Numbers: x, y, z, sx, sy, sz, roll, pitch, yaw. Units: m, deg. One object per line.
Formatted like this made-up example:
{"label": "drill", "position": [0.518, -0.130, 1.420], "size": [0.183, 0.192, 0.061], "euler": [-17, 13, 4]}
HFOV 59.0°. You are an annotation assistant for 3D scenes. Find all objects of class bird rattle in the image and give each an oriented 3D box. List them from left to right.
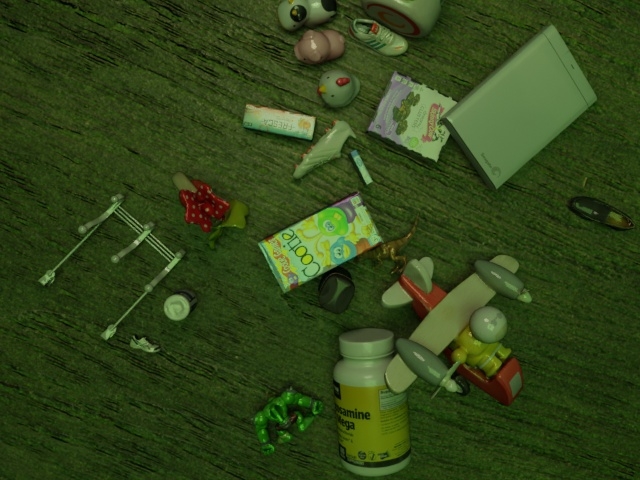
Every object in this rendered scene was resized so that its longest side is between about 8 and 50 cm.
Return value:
{"label": "bird rattle", "position": [-0.297, -0.085, 1.385], "size": [0.143, 0.253, 0.207], "euler": [-47, 70, 3]}

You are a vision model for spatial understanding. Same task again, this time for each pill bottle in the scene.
{"label": "pill bottle", "position": [-0.356, 0.162, 1.456], "size": [0.067, 0.120, 0.067], "euler": [0, 95, 0]}
{"label": "pill bottle", "position": [0.129, 0.405, 1.449], "size": [0.187, 0.188, 0.334], "euler": [-5, 95, 0]}

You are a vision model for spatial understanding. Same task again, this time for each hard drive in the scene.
{"label": "hard drive", "position": [0.502, -0.331, 1.419], "size": [0.353, 0.047, 0.233], "euler": [-41, 107, -2]}

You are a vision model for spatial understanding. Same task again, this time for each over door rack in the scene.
{"label": "over door rack", "position": [-0.540, 0.076, 1.455], "size": [0.239, 0.108, 0.324], "euler": [43, 94, -3]}

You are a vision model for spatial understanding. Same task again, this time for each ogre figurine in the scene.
{"label": "ogre figurine", "position": [-0.097, 0.467, 1.500], "size": [0.197, 0.097, 0.118], "euler": [-32, 106, 14]}

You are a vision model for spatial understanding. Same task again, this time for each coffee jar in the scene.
{"label": "coffee jar", "position": [0.038, 0.122, 1.424], "size": [0.079, 0.184, 0.096], "euler": [26, 94, -3]}

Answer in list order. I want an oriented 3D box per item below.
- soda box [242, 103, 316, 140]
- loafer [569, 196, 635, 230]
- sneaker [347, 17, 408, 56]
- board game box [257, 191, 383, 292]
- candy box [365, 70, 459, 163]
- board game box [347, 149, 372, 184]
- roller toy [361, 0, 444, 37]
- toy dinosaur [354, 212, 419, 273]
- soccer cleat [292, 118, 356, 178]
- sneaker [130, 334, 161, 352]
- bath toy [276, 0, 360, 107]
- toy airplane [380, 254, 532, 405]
{"label": "soda box", "position": [-0.104, -0.300, 1.448], "size": [0.183, 0.058, 0.063], "euler": [11, 95, -1]}
{"label": "loafer", "position": [0.737, -0.072, 1.473], "size": [0.169, 0.061, 0.062], "euler": [18, 96, -1]}
{"label": "sneaker", "position": [0.146, -0.513, 1.422], "size": [0.161, 0.075, 0.057], "euler": [23, 95, -2]}
{"label": "board game box", "position": [0.000, 0.000, 1.433], "size": [0.275, 0.144, 0.142], "euler": [-27, 94, 1]}
{"label": "candy box", "position": [0.238, -0.311, 1.443], "size": [0.196, 0.070, 0.165], "euler": [24, 94, -3]}
{"label": "board game box", "position": [0.101, -0.185, 1.444], "size": [0.020, 0.090, 0.090], "euler": [-27, 95, 1]}
{"label": "roller toy", "position": [0.206, -0.596, 1.360], "size": [0.191, 0.209, 0.146], "euler": [23, 96, -38]}
{"label": "toy dinosaur", "position": [0.192, 0.025, 1.478], "size": [0.211, 0.064, 0.112], "euler": [-27, 94, 2]}
{"label": "soccer cleat", "position": [0.009, -0.224, 1.454], "size": [0.076, 0.068, 0.196], "euler": [43, 91, -7]}
{"label": "sneaker", "position": [-0.466, 0.274, 1.510], "size": [0.083, 0.032, 0.037], "euler": [13, 95, -2]}
{"label": "bath toy", "position": [-0.006, -0.499, 1.397], "size": [0.151, 0.129, 0.349], "euler": [-20, 96, 1]}
{"label": "toy airplane", "position": [0.341, 0.194, 1.383], "size": [0.384, 0.272, 0.387], "euler": [10, 72, -18]}
